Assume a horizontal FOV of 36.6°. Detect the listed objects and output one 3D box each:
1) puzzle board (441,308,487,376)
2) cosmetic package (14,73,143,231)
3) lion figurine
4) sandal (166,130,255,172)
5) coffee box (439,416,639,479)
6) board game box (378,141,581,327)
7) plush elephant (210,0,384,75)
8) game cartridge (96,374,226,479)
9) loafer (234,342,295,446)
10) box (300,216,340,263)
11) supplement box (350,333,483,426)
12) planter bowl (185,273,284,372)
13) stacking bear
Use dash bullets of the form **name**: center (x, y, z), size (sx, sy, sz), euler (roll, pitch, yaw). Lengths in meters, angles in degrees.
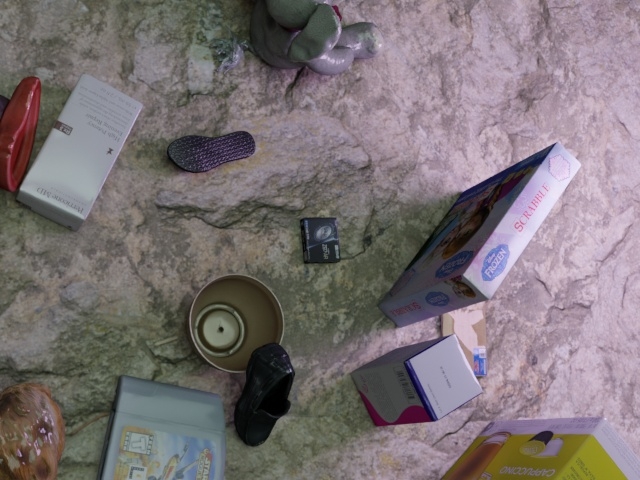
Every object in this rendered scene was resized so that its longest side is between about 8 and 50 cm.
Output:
- **puzzle board**: center (0.272, 0.194, 1.842), size (0.096, 0.011, 0.128), euler (5, 76, -24)
- **cosmetic package**: center (-0.396, -0.144, 1.591), size (0.117, 0.085, 0.231), euler (26, 68, -15)
- **lion figurine**: center (-0.529, 0.376, 1.372), size (0.392, 0.142, 0.240), euler (-23, 102, -33)
- **sandal**: center (-0.195, -0.155, 1.711), size (0.179, 0.040, 0.067), euler (-14, 89, -40)
- **coffee box**: center (0.379, 0.535, 1.626), size (0.334, 0.338, 0.338), euler (-41, 96, -25)
- **board game box**: center (0.275, -0.003, 1.719), size (0.066, 0.319, 0.318), euler (42, 65, -8)
- **plush elephant**: center (-0.028, -0.426, 1.720), size (0.330, 0.255, 0.271), euler (-32, 92, -26)
- **game cartridge**: center (-0.255, 0.379, 1.548), size (0.198, 0.062, 0.297), euler (13, 73, -16)
- **loafer**: center (-0.088, 0.263, 1.563), size (0.076, 0.223, 0.078), euler (-16, 47, -33)
- **box**: center (0.000, 0.000, 1.764), size (0.067, 0.018, 0.083), euler (0, 78, -23)
- **supplement box**: center (0.160, 0.244, 1.665), size (0.114, 0.220, 0.111), euler (-25, 89, -27)
- **planter bowl**: center (-0.154, 0.144, 1.614), size (0.162, 0.109, 0.162), euler (5, 76, -22)
- **stacking bear**: center (-0.594, -0.181, 1.475), size (0.289, 0.164, 0.175), euler (13, 55, -9)
